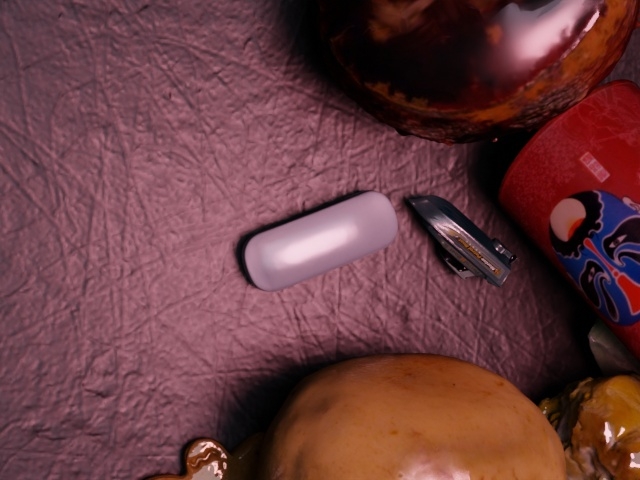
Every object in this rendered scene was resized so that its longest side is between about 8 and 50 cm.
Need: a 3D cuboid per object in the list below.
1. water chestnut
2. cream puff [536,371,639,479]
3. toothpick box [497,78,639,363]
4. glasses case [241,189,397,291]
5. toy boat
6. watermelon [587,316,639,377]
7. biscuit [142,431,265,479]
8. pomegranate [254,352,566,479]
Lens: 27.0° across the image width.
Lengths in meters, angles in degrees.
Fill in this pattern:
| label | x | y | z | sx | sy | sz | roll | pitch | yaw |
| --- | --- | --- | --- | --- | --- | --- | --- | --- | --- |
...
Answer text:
| label | x | y | z | sx | sy | sz | roll | pitch | yaw |
| --- | --- | --- | --- | --- | --- | --- | --- | --- | --- |
| water chestnut | 0.139 | -0.264 | 1.337 | 0.350 | 0.302 | 0.351 | -1 | 86 | 17 |
| cream puff | 0.328 | 0.280 | 1.479 | 0.185 | 0.281 | 0.282 | -6 | 95 | -38 |
| toothpick box | 0.367 | 0.015 | 1.404 | 0.204 | 0.204 | 0.333 | -34 | 65 | -12 |
| glasses case | 0.000 | 0.000 | 1.457 | 0.178 | 0.045 | 0.067 | -22 | 98 | -14 |
| toy boat | 0.152 | -0.004 | 1.496 | 0.141 | 0.055 | 0.060 | 40 | 105 | -14 |
| watermelon | 0.474 | 0.127 | 1.531 | 0.302 | 0.151 | 0.264 | 39 | 78 | 22 |
| biscuit | -0.127 | 0.299 | 1.441 | 0.225 | 0.036 | 0.166 | -19 | 99 | -14 |
| pomegranate | 0.094 | 0.268 | 1.361 | 0.332 | 0.332 | 0.333 | -1 | 93 | -16 |
